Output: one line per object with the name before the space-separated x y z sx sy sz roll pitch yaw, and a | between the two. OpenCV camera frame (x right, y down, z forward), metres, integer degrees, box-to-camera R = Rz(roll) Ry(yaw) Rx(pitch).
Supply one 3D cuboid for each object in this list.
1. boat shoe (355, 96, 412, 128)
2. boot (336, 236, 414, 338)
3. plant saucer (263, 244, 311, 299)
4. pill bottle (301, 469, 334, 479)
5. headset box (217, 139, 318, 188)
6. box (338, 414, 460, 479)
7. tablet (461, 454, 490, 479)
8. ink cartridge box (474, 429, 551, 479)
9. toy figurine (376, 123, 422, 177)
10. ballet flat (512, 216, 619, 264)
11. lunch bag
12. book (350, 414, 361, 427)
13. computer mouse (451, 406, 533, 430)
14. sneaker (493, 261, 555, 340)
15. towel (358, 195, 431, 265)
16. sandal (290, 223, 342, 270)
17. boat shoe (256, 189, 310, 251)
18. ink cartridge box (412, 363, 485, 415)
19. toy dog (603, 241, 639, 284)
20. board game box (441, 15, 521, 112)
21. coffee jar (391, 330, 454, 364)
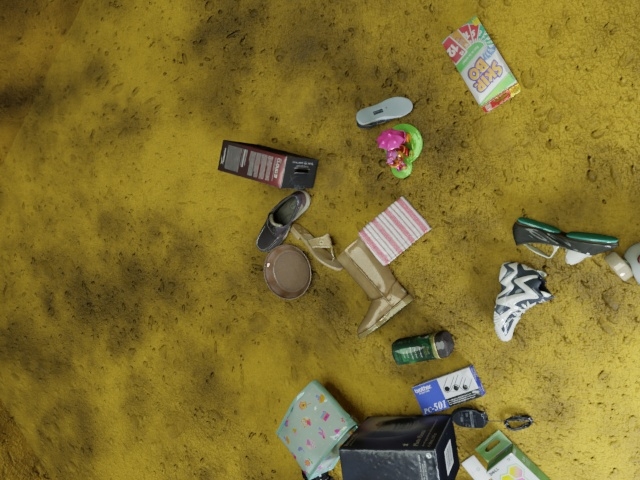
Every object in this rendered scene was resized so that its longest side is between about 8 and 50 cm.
boat shoe | 0.200 -0.408 1.809 0.183 0.083 0.065 -14 88 1
boot | 0.145 0.155 1.870 0.236 0.089 0.269 -41 76 9
plant saucer | -0.113 0.112 2.032 0.199 0.036 0.198 3 97 27
pill bottle | 0.001 0.907 1.991 0.123 0.123 0.219 -14 88 28
headset box | -0.163 -0.254 1.923 0.293 0.218 0.110 18 103 26
box | 0.246 0.662 1.725 0.294 0.296 0.182 -9 89 22
tablet | 0.491 0.725 1.781 0.054 0.006 0.083 -46 74 23
ink cartridge box | 0.573 0.687 1.690 0.209 0.062 0.109 44 113 11
toy figurine | 0.228 -0.281 1.746 0.130 0.159 0.173 7 98 27
ballet flat | 0.677 0.008 1.579 0.280 0.095 0.096 18 112 36
lunch bag | -0.002 0.635 1.932 0.223 0.160 0.262 44 117 32
book | 0.132 0.691 1.957 0.144 0.035 0.096 45 111 20
computer mouse | 0.524 0.543 1.734 0.242 0.041 0.071 -2 111 21
sneaker | 0.593 0.185 1.629 0.153 0.094 0.235 7 88 36
towel | 0.236 -0.031 1.817 0.197 0.029 0.144 -40 77 6
sandal | -0.004 0.001 1.935 0.240 0.088 0.079 41 117 24
boat shoe | -0.149 -0.069 2.002 0.285 0.092 0.103 -47 73 23
ink cartridge box | 0.403 0.473 1.783 0.207 0.046 0.097 -28 80 27
toy dog | 0.889 0.117 1.429 0.334 0.161 0.220 34 109 22
board game box | 0.474 -0.517 1.668 0.124 0.039 0.259 -33 82 27
coffee jar | 0.325 0.339 1.785 0.184 0.096 0.079 -17 89 29
